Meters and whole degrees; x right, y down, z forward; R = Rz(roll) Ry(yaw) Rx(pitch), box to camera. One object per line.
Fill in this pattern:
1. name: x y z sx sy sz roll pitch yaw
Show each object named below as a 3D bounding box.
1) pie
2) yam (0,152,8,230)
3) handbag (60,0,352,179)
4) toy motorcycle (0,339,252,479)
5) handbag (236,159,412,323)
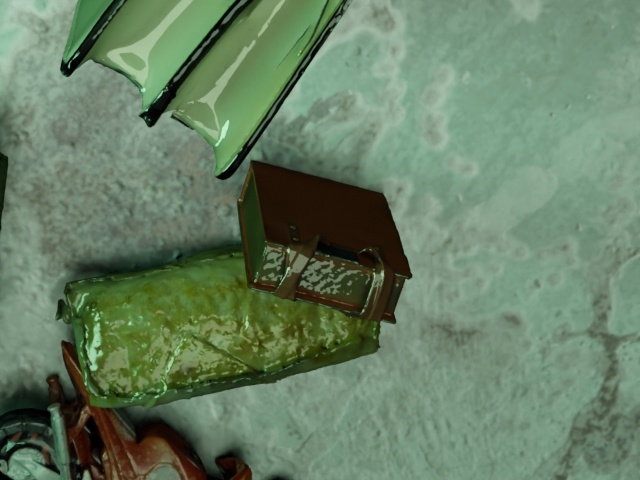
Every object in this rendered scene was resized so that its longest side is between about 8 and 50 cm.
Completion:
1. pie: -0.085 0.068 1.591 0.283 0.068 0.128 -10 83 -6
2. yam: -0.346 0.027 1.521 0.161 0.161 0.268 6 111 -8
3. handbag: -0.066 -0.225 1.331 0.160 0.358 0.236 36 105 -17
4. toy motorcycle: -0.166 0.229 1.660 0.298 0.089 0.171 41 102 -19
5. handbag: 0.000 0.000 1.524 0.127 0.190 0.062 14 109 -12
